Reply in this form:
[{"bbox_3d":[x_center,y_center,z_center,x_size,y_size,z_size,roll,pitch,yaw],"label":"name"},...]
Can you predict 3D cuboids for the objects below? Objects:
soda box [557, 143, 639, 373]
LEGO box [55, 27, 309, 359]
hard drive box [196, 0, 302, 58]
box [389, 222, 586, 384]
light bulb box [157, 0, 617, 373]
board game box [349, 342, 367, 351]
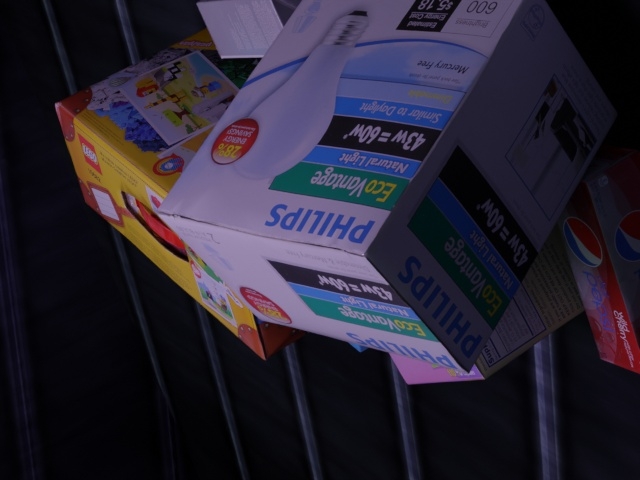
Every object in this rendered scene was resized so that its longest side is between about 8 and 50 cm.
[{"bbox_3d":[0.348,0.022,1.766,0.092,0.083,0.263,20,136,59],"label":"soda box"},{"bbox_3d":[-0.082,-0.104,2.141,0.500,0.372,0.193,36,148,44],"label":"LEGO box"},{"bbox_3d":[-0.031,-0.321,2.018,0.232,0.181,0.089,13,131,62],"label":"hard drive box"},{"bbox_3d":[0.218,0.068,1.891,0.117,0.243,0.213,62,157,-5],"label":"box"},{"bbox_3d":[0.074,-0.085,1.706,0.358,0.361,0.225,11,152,47],"label":"light bulb box"},{"bbox_3d":[0.000,0.000,2.506,0.242,0.064,0.317,38,149,43],"label":"board game box"}]
